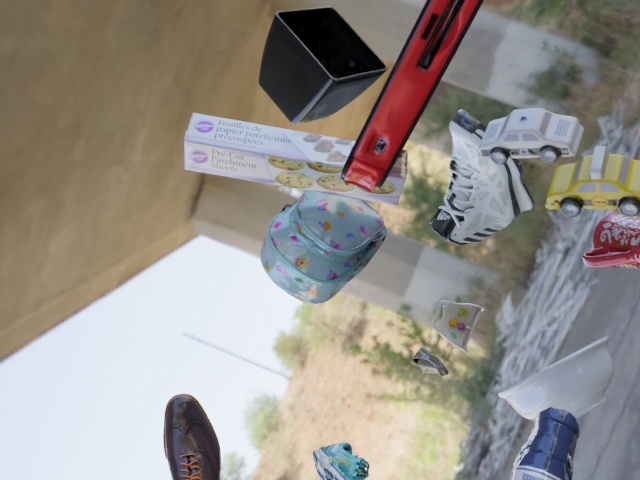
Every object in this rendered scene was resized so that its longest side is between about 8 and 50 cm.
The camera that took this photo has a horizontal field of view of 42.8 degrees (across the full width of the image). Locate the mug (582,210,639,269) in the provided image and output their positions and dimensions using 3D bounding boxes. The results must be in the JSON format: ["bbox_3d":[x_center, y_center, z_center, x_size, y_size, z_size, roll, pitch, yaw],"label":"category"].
[{"bbox_3d":[0.597,0.020,1.548,0.150,0.113,0.169,-50,10,-1],"label":"mug"}]

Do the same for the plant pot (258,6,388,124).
[{"bbox_3d":[-0.014,-0.343,1.653,0.188,0.187,0.167,-24,-20,-47],"label":"plant pot"}]

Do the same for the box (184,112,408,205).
[{"bbox_3d":[-0.035,-0.118,1.194,0.067,0.324,0.063,103,176,-50],"label":"box"}]

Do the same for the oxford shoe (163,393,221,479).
[{"bbox_3d":[-0.214,0.395,1.402,0.098,0.097,0.271,112,143,-74],"label":"oxford shoe"}]

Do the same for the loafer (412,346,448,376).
[{"bbox_3d":[0.298,0.338,2.212,0.050,0.056,0.148,-40,19,-7],"label":"loafer"}]

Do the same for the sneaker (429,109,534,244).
[{"bbox_3d":[0.383,-0.125,2.102,0.257,0.169,0.447,-43,-41,1],"label":"sneaker"}]

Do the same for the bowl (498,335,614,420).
[{"bbox_3d":[0.591,0.357,1.963,0.298,0.134,0.298,-27,-14,-7],"label":"bowl"}]

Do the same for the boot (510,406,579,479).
[{"bbox_3d":[0.235,0.239,0.842,0.086,0.069,0.190,-63,-19,-22],"label":"boot"}]

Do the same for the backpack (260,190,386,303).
[{"bbox_3d":[0.000,0.000,1.314,0.188,0.166,0.144,-45,-7,-29],"label":"backpack"}]

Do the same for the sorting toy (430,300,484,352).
[{"bbox_3d":[0.232,0.142,1.419,0.083,0.075,0.045,-66,9,-10],"label":"sorting toy"}]

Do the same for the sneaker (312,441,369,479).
[{"bbox_3d":[0.062,0.532,1.862,0.275,0.110,0.107,-142,35,-70],"label":"sneaker"}]

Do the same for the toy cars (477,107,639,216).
[{"bbox_3d":[0.421,-0.154,1.422,0.176,0.393,0.087,-32,-52,-7],"label":"toy cars"}]

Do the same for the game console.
[{"bbox_3d":[0.155,-0.269,1.063,0.386,0.060,0.342,-62,-1,34],"label":"game console"}]
